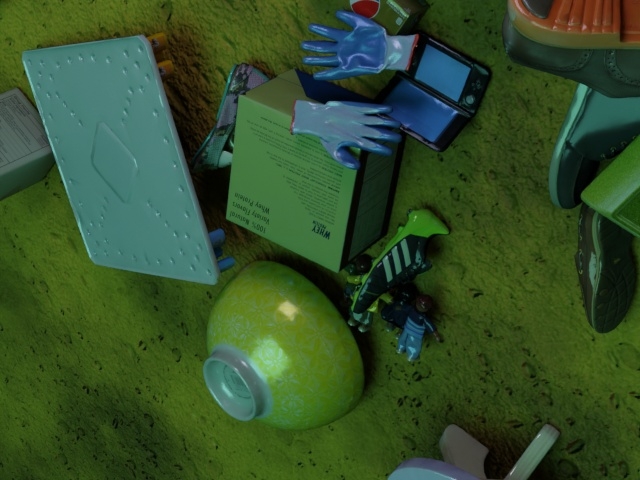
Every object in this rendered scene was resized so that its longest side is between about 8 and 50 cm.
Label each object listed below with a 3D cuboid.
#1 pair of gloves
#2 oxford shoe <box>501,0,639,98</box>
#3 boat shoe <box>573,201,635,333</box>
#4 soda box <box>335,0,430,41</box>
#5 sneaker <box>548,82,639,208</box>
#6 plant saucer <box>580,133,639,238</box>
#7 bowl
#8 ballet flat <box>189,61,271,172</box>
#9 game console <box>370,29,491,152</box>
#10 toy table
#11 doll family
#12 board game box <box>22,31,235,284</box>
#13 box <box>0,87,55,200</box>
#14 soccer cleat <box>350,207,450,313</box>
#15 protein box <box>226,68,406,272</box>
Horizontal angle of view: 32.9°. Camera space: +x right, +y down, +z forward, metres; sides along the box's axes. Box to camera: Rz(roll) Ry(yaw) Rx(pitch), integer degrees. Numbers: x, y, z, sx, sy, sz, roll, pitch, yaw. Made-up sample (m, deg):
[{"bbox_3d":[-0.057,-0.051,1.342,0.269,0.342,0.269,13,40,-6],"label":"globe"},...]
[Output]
[{"bbox_3d":[0.038,-0.191,1.374,0.159,0.023,0.198,12,90,24],"label":"pair of gloves"},{"bbox_3d":[0.375,-0.214,1.155,0.364,0.129,0.132,12,158,5],"label":"oxford shoe"},{"bbox_3d":[0.355,0.030,1.370,0.060,0.064,0.177,-145,45,-59],"label":"boat shoe"},{"bbox_3d":[0.050,-0.335,1.402,0.181,0.058,0.061,45,132,9],"label":"soda box"},{"bbox_3d":[0.348,-0.118,1.274,0.118,0.083,0.222,26,126,24],"label":"sneaker"},{"bbox_3d":[0.425,-0.046,1.236,0.188,0.045,0.188,32,132,-7],"label":"plant saucer"},{"bbox_3d":[-0.088,0.193,1.690,0.289,0.156,0.289,28,136,31],"label":"bowl"},{"bbox_3d":[-0.130,-0.167,1.627,0.079,0.077,0.221,29,130,-2],"label":"ballet flat"},{"bbox_3d":[0.140,-0.194,1.400,0.122,0.071,0.107,34,130,18],"label":"game console"},{"bbox_3d":[0.249,0.383,1.567,0.274,0.161,0.252,45,132,8],"label":"toy table"},{"bbox_3d":[0.100,0.092,1.588,0.193,0.076,0.111,28,123,17],"label":"doll family"},{"bbox_3d":[-0.313,-0.132,1.743,0.390,0.050,0.389,6,118,49],"label":"board game box"},{"bbox_3d":[-0.605,-0.129,1.839,0.148,0.311,0.121,50,133,5],"label":"box"},{"bbox_3d":[0.110,0.038,1.511,0.072,0.060,0.179,37,96,7],"label":"soccer cleat"},{"bbox_3d":[-0.007,-0.101,1.517,0.200,0.136,0.201,25,126,24],"label":"protein box"}]
